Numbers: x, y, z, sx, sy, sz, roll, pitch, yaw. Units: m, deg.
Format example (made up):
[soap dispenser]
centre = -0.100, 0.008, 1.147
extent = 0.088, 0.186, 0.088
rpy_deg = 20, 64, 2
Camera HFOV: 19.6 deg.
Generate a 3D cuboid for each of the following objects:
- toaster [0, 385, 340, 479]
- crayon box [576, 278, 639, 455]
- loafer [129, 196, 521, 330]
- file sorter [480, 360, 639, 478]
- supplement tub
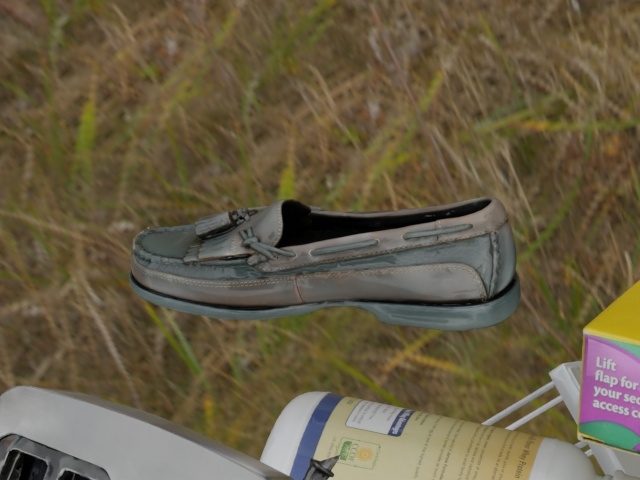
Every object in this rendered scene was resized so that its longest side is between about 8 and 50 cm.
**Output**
[toaster]
centre = -0.104, 0.167, 0.968
extent = 0.168, 0.110, 0.186
rpy_deg = 21, 84, 8
[crayon box]
centre = 0.428, 0.096, 1.438
extent = 0.363, 0.313, 0.106
rpy_deg = 12, 115, 28
[loafer]
centre = 0.000, 0.000, 1.225
extent = 0.267, 0.084, 0.096
rpy_deg = 3, 30, 14
[file sorter]
centre = 0.266, 0.280, 1.847
extent = 0.173, 0.193, 0.278
rpy_deg = -32, 77, 18
[supplement tub]
centre = 0.108, 0.265, 1.571
extent = 0.316, 0.228, 0.228
rpy_deg = 10, 74, 13
